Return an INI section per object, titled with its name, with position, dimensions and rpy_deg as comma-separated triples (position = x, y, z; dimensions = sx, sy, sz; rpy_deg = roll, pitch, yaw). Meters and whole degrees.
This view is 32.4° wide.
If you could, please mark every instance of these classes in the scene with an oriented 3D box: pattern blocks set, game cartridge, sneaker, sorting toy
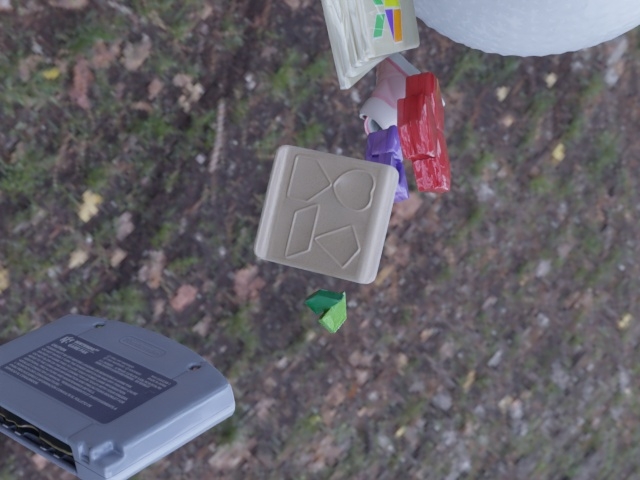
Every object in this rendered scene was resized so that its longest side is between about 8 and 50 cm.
[pattern blocks set]
position = 0.020, -0.182, 0.626
dimensions = 0.285, 0.026, 0.324
rpy_deg = -13, 96, -72
[game cartridge]
position = -0.241, 0.161, 1.194
dimensions = 0.196, 0.294, 0.060
rpy_deg = -31, 124, -38
[sneaker]
position = 0.061, -0.128, 0.992
dimensions = 0.070, 0.134, 0.051
rpy_deg = -41, 114, 6
[sorting toy]
position = 0.000, 0.000, 0.526
dimensions = 0.012, 0.062, 0.083
rpy_deg = 12, 91, -72

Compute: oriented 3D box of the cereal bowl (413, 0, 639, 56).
[cereal bowl]
position = 0.123, -0.296, 0.800
dimensions = 0.141, 0.339, 0.339
rpy_deg = -18, 141, -35
